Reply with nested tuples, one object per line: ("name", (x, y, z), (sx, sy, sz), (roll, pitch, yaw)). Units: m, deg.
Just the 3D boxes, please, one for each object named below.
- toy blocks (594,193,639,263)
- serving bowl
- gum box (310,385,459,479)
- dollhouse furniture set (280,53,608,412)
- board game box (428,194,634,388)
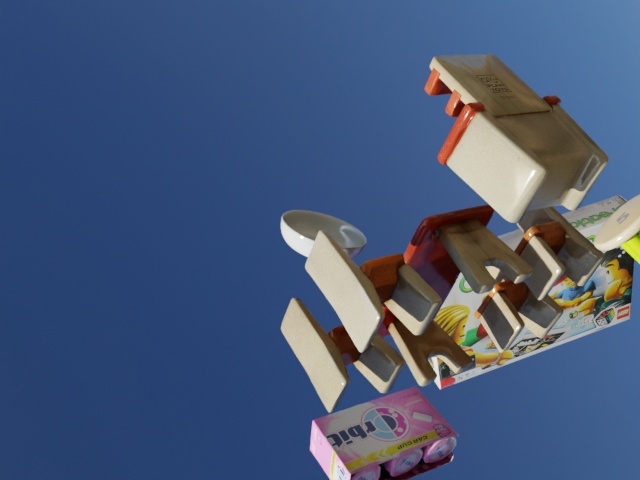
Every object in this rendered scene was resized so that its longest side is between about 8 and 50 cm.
("toy blocks", (0.262, 0.029, 0.480), (0.148, 0.123, 0.054), (44, -108, -1))
("serving bowl", (0.000, 0.000, 0.722), (0.083, 0.027, 0.083), (15, -159, -6))
("gum box", (0.093, 0.284, 1.089), (0.188, 0.062, 0.107), (-13, -144, -26))
("dollhouse furniture set", (0.111, -0.007, 0.641), (0.262, 0.259, 0.135), (-11, -131, -34))
("board game box", (0.284, 0.072, 1.050), (0.053, 0.305, 0.193), (-121, 14, -54))
